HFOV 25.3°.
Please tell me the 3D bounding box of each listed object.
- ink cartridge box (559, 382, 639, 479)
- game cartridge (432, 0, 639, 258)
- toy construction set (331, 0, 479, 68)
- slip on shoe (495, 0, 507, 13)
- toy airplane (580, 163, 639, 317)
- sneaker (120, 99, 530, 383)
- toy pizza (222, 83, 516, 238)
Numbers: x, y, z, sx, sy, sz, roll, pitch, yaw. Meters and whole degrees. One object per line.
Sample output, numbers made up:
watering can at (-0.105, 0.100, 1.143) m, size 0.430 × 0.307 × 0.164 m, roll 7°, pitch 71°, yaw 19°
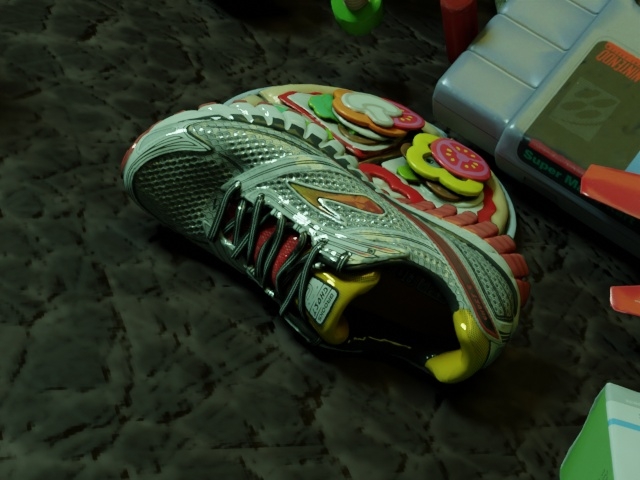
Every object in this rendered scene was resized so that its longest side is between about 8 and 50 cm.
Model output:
ink cartridge box at (0.167, 0.161, 0.613) m, size 0.109 × 0.062 × 0.209 m, roll 19°, pitch 33°, yaw -4°
game cartridge at (0.276, -0.071, 0.917) m, size 0.355 × 0.068 × 0.230 m, roll 34°, pitch 63°, yaw 15°
toy construction set at (0.074, -0.253, 1.064) m, size 0.257 × 0.237 × 0.309 m, roll -8°, pitch 71°, yaw 6°
slip on shoe at (0.210, -0.196, 1.131) m, size 0.101 × 0.123 × 0.331 m, roll 21°, pitch 36°, yaw -16°
toy airplane at (0.215, 0.003, 0.832) m, size 0.151 × 0.028 × 0.151 m, roll -1°, pitch 65°, yaw 2°
sneaker at (0.000, 0.000, 0.739) m, size 0.225 × 0.088 × 0.093 m, roll 23°, pitch 33°, yaw 4°
toy pizza at (0.029, -0.048, 0.878) m, size 0.201 × 0.032 × 0.201 m, roll 14°, pitch 33°, yaw -9°
